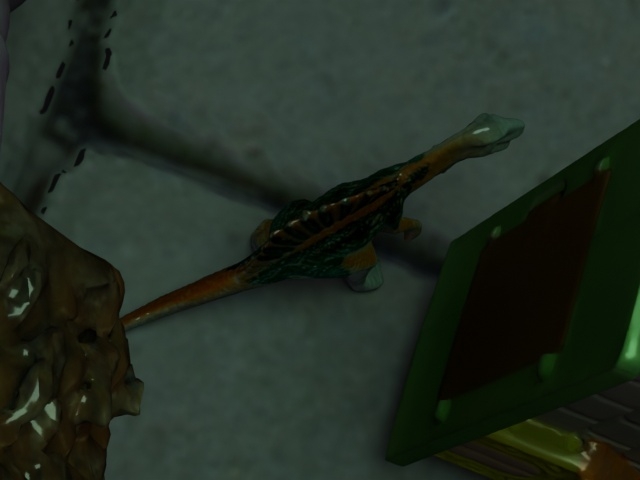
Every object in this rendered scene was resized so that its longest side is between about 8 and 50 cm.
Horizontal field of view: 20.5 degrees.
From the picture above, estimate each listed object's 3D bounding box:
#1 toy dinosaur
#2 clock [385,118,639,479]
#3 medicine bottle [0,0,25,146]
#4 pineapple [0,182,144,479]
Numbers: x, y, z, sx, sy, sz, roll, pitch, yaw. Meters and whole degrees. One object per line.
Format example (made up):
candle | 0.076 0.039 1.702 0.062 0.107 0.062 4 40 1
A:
toy dinosaur | -0.002 -0.003 0.747 0.187 0.106 0.044 -15 78 -23
clock | 0.188 0.068 0.702 0.255 0.220 0.106 23 69 -11
medicine bottle | -0.210 -0.139 0.643 0.241 0.241 0.302 7 71 -17
pineapple | -0.173 0.128 0.418 0.202 0.202 0.362 22 57 -12
